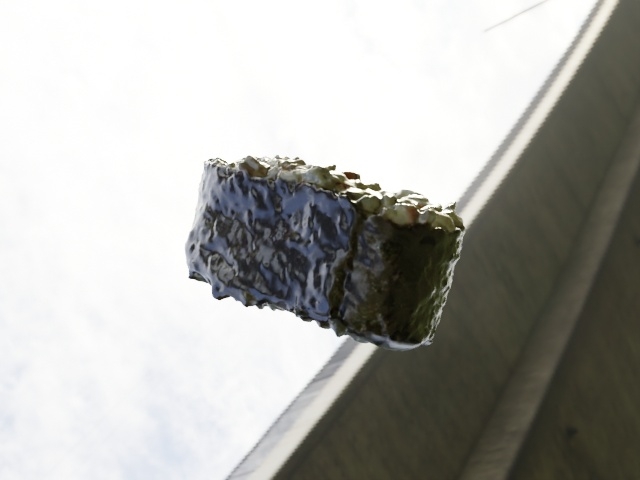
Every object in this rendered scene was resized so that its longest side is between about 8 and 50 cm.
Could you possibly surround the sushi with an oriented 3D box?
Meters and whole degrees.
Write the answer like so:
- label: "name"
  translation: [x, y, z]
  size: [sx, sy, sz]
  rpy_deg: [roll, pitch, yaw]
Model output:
- label: "sushi"
  translation: [0.000, 0.000, 0.563]
  size: [0.091, 0.150, 0.078]
  rpy_deg: [6, -82, -49]
